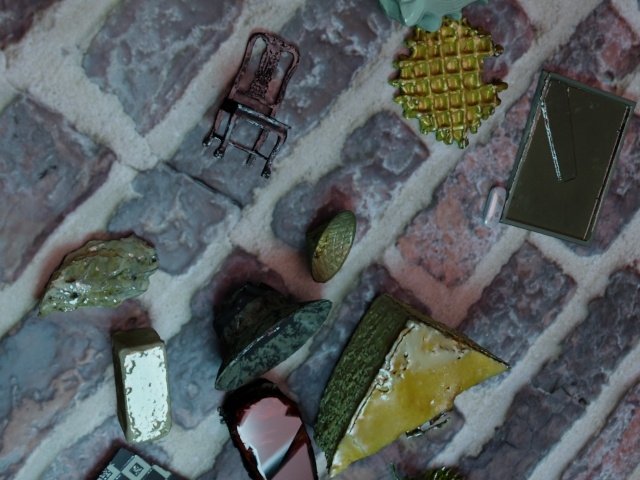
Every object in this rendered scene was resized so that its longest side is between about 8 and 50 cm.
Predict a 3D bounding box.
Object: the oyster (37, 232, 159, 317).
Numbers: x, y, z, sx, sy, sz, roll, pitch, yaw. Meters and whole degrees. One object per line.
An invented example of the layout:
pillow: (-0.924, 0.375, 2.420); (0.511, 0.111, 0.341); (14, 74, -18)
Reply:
oyster: (-0.370, 0.060, 1.617); (0.209, 0.072, 0.132); (-2, 104, -22)

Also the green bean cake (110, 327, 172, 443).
green bean cake: (-0.309, 0.248, 1.656); (0.085, 0.109, 0.179); (-8, 103, -20)

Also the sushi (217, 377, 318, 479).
sushi: (-0.088, 0.368, 1.760); (0.136, 0.126, 0.225); (-29, 104, -12)

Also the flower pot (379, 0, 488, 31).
flower pot: (0.183, -0.554, 1.623); (0.254, 0.164, 0.367); (-31, 125, -9)

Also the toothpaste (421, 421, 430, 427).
toothpaste: (0.125, 0.363, 1.883); (0.195, 0.043, 0.067); (-9, 106, -13)

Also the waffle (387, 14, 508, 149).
waffle: (0.243, -0.304, 1.786); (0.232, 0.051, 0.228); (34, 90, -22)

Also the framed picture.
framed picture: (0.495, -0.160, 1.924); (0.232, 0.024, 0.314); (15, 96, -23)

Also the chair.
chair: (-0.103, -0.237, 1.639); (0.106, 0.113, 0.229); (22, 96, -25)

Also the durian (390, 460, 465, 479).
durian: (0.255, 0.533, 1.927); (0.375, 0.106, 0.132); (32, 91, -24)

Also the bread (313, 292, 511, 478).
bread: (0.162, 0.283, 1.772); (0.279, 0.248, 0.315); (18, 98, -21)

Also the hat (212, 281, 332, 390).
hat: (-0.115, 0.146, 1.692); (0.265, 0.265, 0.128); (-41, 75, -9)

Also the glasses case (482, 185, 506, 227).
glasses case: (0.342, -0.065, 1.885); (0.032, 0.021, 0.083); (13, 96, -25)

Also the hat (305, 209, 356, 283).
hat: (0.000, 0.000, 1.753); (0.146, 0.067, 0.146); (-43, 147, -38)

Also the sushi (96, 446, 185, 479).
sushi: (-0.356, 0.487, 1.726); (0.193, 0.040, 0.210); (38, 84, -30)
